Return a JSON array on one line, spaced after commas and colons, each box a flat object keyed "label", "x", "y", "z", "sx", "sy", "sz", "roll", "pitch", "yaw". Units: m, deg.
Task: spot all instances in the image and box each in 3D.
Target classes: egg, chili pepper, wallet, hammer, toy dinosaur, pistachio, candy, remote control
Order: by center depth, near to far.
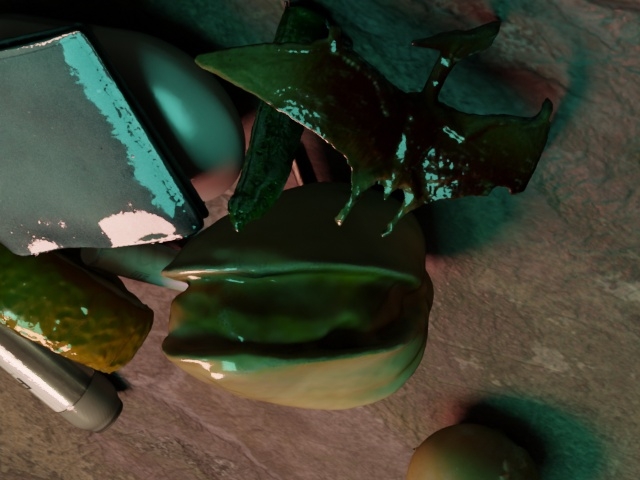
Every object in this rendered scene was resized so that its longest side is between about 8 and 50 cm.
[{"label": "toy dinosaur", "x": 0.059, "y": -0.107, "z": 1.538, "sx": 0.113, "sy": 0.327, "sz": 0.207, "roll": -132, "pitch": 38, "yaw": -58}, {"label": "chili pepper", "x": -0.040, "y": -0.103, "z": 1.565, "sx": 0.059, "sy": 0.227, "sz": 0.088, "roll": -6, "pitch": 141, "yaw": 40}, {"label": "wallet", "x": -0.280, "y": -0.092, "z": 1.723, "sx": 0.290, "sy": 0.054, "sz": 0.251, "roll": -6, "pitch": 132, "yaw": 37}, {"label": "pistachio", "x": -0.012, "y": 0.057, "z": 1.736, "sx": 0.321, "sy": 0.229, "sz": 0.238, "roll": -5, "pitch": 180, "yaw": -45}, {"label": "remote control", "x": -0.227, "y": -0.131, "z": 1.770, "sx": 0.332, "sy": 0.103, "sz": 0.221, "roll": 11, "pitch": 140, "yaw": 22}, {"label": "hammer", "x": 0.000, "y": 0.000, "z": 1.885, "sx": 0.058, "sy": 0.029, "sz": 0.292, "roll": 8, "pitch": 143, "yaw": 22}, {"label": "candy", "x": -0.311, "y": 0.054, "z": 1.997, "sx": 0.260, "sy": 0.118, "sz": 0.260, "roll": 29, "pitch": 180, "yaw": 0}, {"label": "egg", "x": 0.184, "y": 0.303, "z": 2.071, "sx": 0.164, "sy": 0.164, "sz": 0.201, "roll": 5, "pitch": 145, "yaw": 29}]

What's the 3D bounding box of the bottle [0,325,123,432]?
[{"label": "bottle", "x": -0.373, "y": 0.161, "z": 2.334, "sx": 0.253, "sy": 0.079, "sz": 0.096, "roll": 42, "pitch": -177, "yaw": -25}]

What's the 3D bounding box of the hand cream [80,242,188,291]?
[{"label": "hand cream", "x": -0.177, "y": 0.031, "z": 1.997, "sx": 0.205, "sy": 0.050, "sz": 0.078, "roll": 18, "pitch": 155, "yaw": -35}]
